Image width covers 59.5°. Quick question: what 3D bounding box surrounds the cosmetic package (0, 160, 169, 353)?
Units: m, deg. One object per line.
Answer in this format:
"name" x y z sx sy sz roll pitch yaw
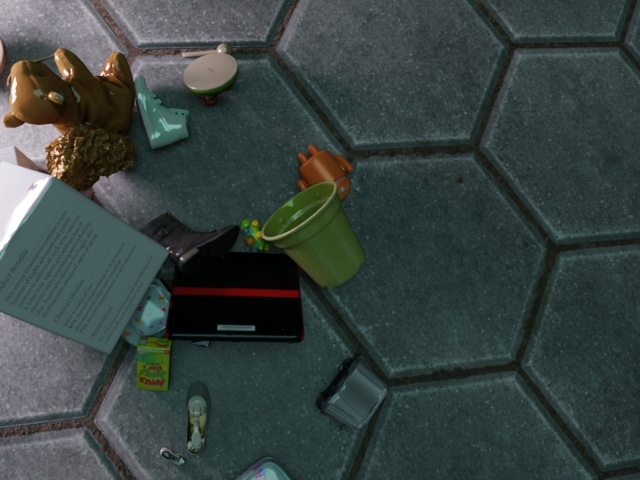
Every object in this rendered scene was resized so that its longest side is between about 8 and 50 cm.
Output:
"cosmetic package" -0.697 0.045 1.474 0.394 0.327 0.329 43 70 -47

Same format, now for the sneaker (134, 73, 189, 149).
"sneaker" -0.508 -0.424 1.802 0.151 0.094 0.256 -16 81 -19

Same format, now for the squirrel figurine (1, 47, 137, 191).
"squirrel figurine" -0.700 -0.343 1.592 0.281 0.370 0.397 -16 98 8

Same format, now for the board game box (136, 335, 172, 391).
"board game box" -0.484 0.361 1.628 0.092 0.181 0.043 7 35 -9

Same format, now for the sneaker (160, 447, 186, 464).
"sneaker" -0.436 0.642 1.649 0.083 0.037 0.032 26 75 -6

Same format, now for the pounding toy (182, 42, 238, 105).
"pounding toy" -0.352 -0.535 1.853 0.183 0.110 0.237 -16 53 -1

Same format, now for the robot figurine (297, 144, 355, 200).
"robot figurine" 0.016 -0.208 1.829 0.158 0.128 0.219 -33 87 -38

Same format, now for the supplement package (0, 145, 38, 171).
"supplement package" -0.971 -0.154 1.613 0.262 0.204 0.145 -12 84 -11

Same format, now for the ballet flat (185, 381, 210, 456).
"ballet flat" -0.365 0.532 1.665 0.072 0.068 0.213 2 80 -9

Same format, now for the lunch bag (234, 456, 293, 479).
"lunch bag" -0.140 0.796 1.636 0.224 0.108 0.279 -36 88 -17

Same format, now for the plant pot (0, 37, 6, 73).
"plant pot" -1.080 -0.555 1.715 0.237 0.110 0.237 2 81 -10

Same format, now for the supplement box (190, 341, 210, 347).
"supplement box" -0.355 0.280 1.702 0.056 0.083 0.083 17 78 -6

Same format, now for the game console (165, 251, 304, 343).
"game console" -0.247 0.164 1.662 0.386 0.060 0.342 2 44 -9

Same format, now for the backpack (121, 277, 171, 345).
"backpack" -0.515 0.221 1.659 0.188 0.144 0.166 -38 93 -8

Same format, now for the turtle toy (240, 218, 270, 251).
"turtle toy" -0.213 -0.018 1.777 0.066 0.095 0.130 -24 56 -3

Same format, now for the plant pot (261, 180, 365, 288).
"plant pot" 0.000 0.000 1.722 0.276 0.276 0.254 -41 112 -14

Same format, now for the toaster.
"toaster" 0.103 0.469 1.727 0.146 0.129 0.227 39 74 -5

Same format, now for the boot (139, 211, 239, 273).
"boot" -0.408 -0.025 1.723 0.229 0.091 0.263 35 48 26
